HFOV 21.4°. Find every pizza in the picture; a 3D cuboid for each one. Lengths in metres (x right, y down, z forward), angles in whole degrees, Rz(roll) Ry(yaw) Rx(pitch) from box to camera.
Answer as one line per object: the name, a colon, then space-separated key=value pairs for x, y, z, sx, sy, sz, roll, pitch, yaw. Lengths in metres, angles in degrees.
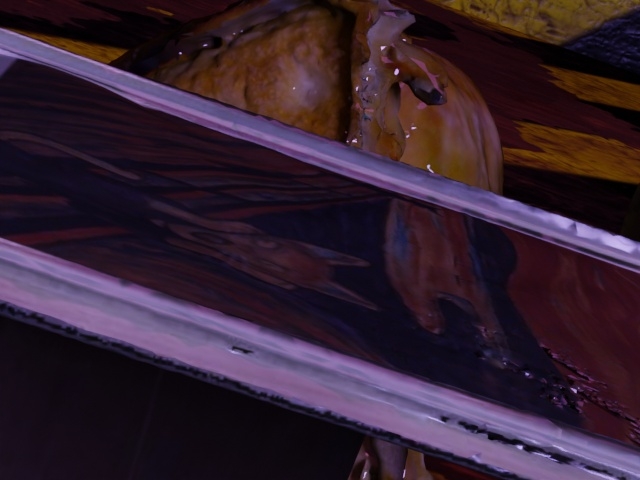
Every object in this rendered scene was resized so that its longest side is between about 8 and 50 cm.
pizza: x=-0.023 y=0.017 z=0.687 sx=0.288 sy=0.251 sz=0.074 roll=36 pitch=3 yaw=24

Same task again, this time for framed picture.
framed picture: x=0.000 y=0.000 z=0.451 sx=0.273 sy=0.016 sz=0.216 roll=18 pitch=16 yaw=-5

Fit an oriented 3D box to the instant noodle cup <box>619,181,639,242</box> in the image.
instant noodle cup: x=0.241 y=0.082 z=0.679 sx=0.326 sy=0.325 sz=0.254 roll=24 pitch=25 yaw=17

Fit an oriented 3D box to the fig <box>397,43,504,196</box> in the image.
fig: x=0.022 y=0.028 z=0.786 sx=0.159 sy=0.257 sz=0.159 roll=-7 pitch=-21 yaw=-3

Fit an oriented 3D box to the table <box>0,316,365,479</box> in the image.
table: x=-0.110 y=0.059 z=0.509 sx=0.169 sy=0.193 sz=0.172 roll=7 pitch=20 yaw=-35
